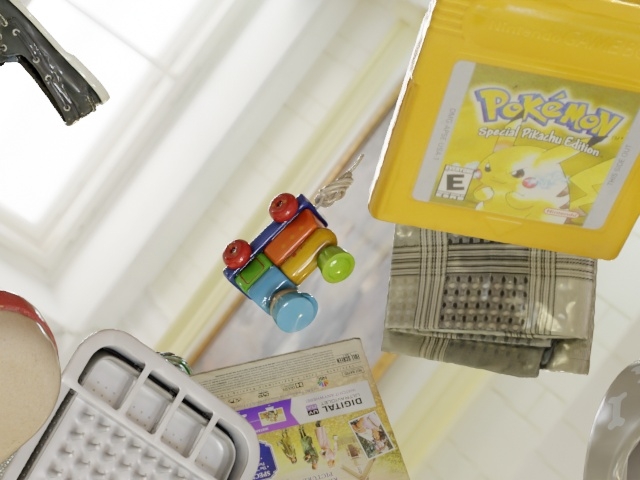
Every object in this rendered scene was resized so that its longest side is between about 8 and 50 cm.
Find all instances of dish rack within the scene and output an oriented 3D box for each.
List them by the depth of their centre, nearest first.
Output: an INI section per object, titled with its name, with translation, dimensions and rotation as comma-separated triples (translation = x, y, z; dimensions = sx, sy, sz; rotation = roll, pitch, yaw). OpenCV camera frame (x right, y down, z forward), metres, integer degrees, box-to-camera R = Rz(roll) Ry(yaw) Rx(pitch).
[dish rack]
translation = -0.243, 0.300, 1.367
dimensions = 0.285, 0.332, 0.072
rotation = 41, 151, -28

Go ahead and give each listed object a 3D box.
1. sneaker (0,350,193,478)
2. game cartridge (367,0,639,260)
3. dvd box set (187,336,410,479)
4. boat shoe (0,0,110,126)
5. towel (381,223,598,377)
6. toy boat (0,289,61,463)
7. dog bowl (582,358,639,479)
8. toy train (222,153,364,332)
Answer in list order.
[sneaker]
translation = -0.352, 0.273, 1.781
dimensions = 0.134, 0.344, 0.146
rotation = 58, 175, -1
[game cartridge]
translation = 0.219, -0.121, 1.182
dimensions = 0.286, 0.323, 0.052
rotation = 10, -133, -6
[dvd box set]
translation = -0.025, 0.358, 1.650
dimensions = 0.062, 0.308, 0.420
rotation = 103, 151, -58
[boat shoe]
translation = -0.542, -0.342, 2.153
dimensions = 0.340, 0.113, 0.127
rotation = 45, 167, -15
[towel]
translation = 0.210, 0.006, 1.508
dimensions = 0.312, 0.324, 0.056
rotation = 2, 177, 38
[toy boat]
translation = -0.329, 0.119, 0.987
dimensions = 0.151, 0.231, 0.151
rotation = 38, -164, -52
[dog bowl]
translation = 0.369, 0.261, 1.134
dimensions = 0.102, 0.348, 0.349
rotation = -10, 148, 43
[toy train]
translation = 0.000, 0.000, 1.548
dimensions = 0.105, 0.248, 0.143
rotation = 46, 180, -43
